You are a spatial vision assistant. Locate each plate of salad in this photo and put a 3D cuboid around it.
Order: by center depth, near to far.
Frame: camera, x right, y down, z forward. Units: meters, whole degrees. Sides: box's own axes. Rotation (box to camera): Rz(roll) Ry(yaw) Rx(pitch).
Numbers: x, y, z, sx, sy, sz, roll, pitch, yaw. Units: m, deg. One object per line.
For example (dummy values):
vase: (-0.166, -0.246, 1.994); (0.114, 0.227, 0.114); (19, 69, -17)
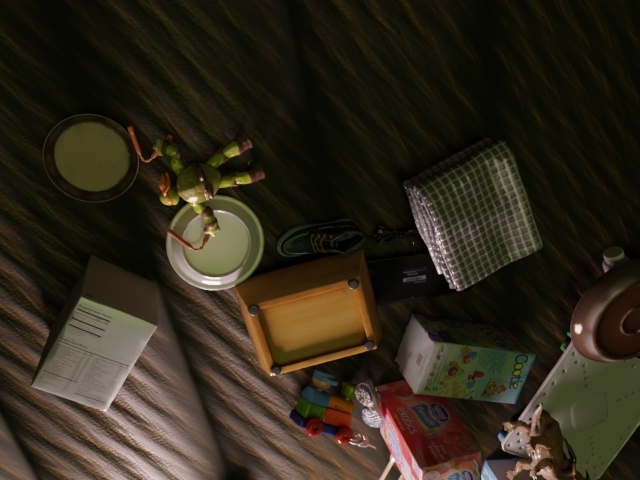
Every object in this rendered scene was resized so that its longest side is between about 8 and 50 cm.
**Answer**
plate of salad: (-0.216, 0.004, 1.211); (0.200, 0.048, 0.199); (-3, 101, -15)

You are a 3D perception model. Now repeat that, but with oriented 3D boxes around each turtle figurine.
turtle figurine: (-0.227, -0.130, 1.115); (0.217, 0.087, 0.269); (-31, 106, -17)

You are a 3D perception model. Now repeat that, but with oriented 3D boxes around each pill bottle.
pill bottle: (0.754, 0.074, 1.485); (0.065, 0.065, 0.116); (-31, 116, -2)

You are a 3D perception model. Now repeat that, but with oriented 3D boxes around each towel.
towel: (0.336, -0.050, 1.272); (0.235, 0.121, 0.283); (-30, 110, -11)

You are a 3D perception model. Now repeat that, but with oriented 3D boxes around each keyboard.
keyboard: (0.213, 0.047, 1.351); (0.317, 0.033, 0.201); (-7, 114, -13)

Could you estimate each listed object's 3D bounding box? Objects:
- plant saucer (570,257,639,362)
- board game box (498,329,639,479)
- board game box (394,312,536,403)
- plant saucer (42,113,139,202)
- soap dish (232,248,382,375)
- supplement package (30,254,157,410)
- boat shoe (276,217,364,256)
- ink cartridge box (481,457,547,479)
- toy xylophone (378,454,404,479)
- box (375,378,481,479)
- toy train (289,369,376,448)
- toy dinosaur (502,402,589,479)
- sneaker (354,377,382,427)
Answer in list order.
plant saucer: (0.784, 0.192, 1.483); (0.311, 0.050, 0.310); (-6, 118, -12)
board game box: (0.740, 0.467, 1.644); (0.390, 0.050, 0.389); (24, 103, -21)
board game box: (0.345, 0.284, 1.416); (0.276, 0.142, 0.144); (11, 107, -18)
plant saucer: (-0.429, -0.155, 1.102); (0.169, 0.029, 0.168); (-5, 111, -12)
soap dish: (-0.020, 0.162, 1.269); (0.291, 0.118, 0.228); (-15, 114, 0)
supplement package: (-0.430, 0.175, 1.139); (0.149, 0.194, 0.203); (28, 102, -23)
boat shoe: (0.000, 0.000, 1.246); (0.184, 0.083, 0.065); (-17, 114, -8)
ink cartridge box: (0.544, 0.757, 1.639); (0.171, 0.168, 0.232); (3, 110, -16)
toy xylophone: (0.256, 0.636, 1.537); (0.236, 0.081, 0.322); (3, 115, -32)
box: (0.246, 0.470, 1.375); (0.142, 0.300, 0.154); (-12, 113, -10)
toy train: (0.060, 0.410, 1.426); (0.248, 0.105, 0.143); (24, 86, -27)
toy dinosaur: (0.603, 0.542, 1.549); (0.201, 0.127, 0.295); (-11, 97, -21)
sneaker: (0.127, 0.390, 1.412); (0.052, 0.058, 0.135); (-3, 115, 30)
